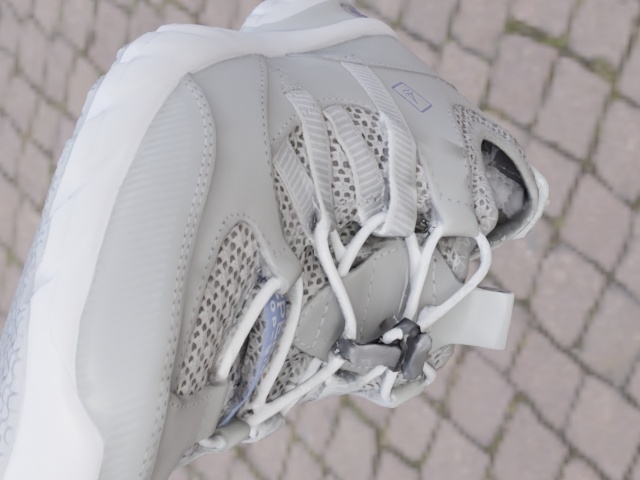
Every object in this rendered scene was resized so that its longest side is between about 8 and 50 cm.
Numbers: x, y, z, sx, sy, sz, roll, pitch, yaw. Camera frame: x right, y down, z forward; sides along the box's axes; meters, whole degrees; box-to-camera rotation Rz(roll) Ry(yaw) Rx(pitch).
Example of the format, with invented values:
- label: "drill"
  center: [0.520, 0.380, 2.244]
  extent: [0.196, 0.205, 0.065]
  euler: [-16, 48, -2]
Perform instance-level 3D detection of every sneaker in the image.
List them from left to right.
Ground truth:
- label: "sneaker"
  center: [0.000, 0.000, 0.490]
  extent: [0.115, 0.281, 0.105]
  euler: [27, 119, 7]
